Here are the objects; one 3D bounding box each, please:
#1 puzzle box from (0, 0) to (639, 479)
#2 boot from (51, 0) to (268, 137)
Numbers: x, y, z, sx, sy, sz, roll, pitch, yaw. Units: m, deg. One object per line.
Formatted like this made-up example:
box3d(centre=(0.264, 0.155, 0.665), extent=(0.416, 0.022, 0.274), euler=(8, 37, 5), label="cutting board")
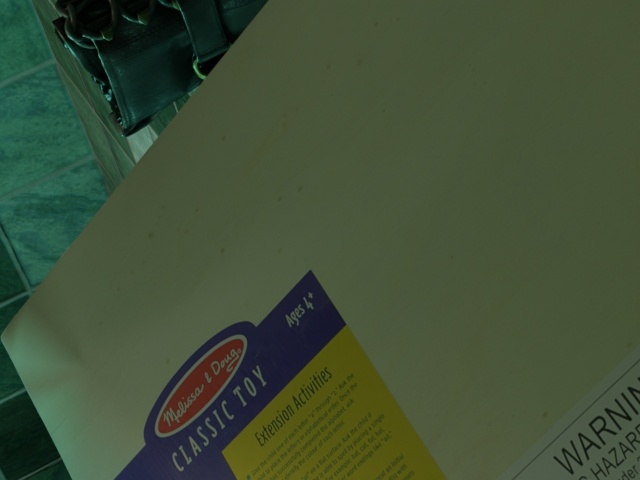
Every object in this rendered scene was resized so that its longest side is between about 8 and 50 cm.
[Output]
box3d(centre=(0.048, 0.010, 0.557), extent=(0.052, 0.409, 0.272), euler=(7, -137, -52), label="puzzle box")
box3d(centre=(-0.042, -0.162, 0.802), extent=(0.091, 0.229, 0.263), euler=(58, 167, 23), label="boot")
